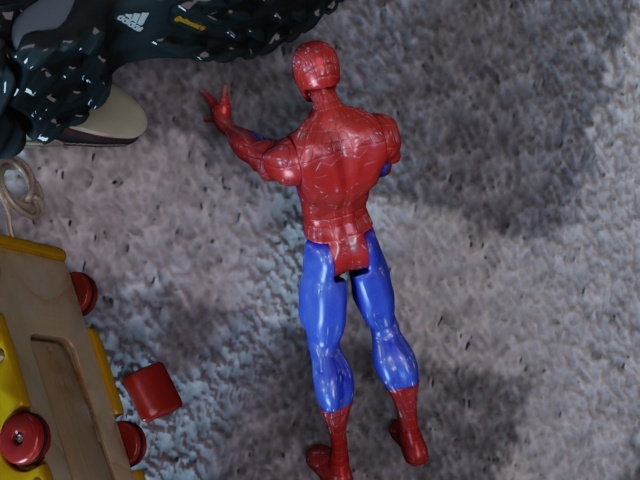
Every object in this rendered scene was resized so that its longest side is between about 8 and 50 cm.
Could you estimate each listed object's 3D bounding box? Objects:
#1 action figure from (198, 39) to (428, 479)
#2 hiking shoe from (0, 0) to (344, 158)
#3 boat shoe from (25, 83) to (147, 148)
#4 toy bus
[{"bbox_3d":[0.000,0.000,0.823,0.091,0.139,0.280,-16,121,-16],"label":"action figure"},{"bbox_3d":[-0.103,-0.164,0.760,0.304,0.113,0.132,-25,66,-27],"label":"hiking shoe"},{"bbox_3d":[-0.172,-0.076,0.786,0.137,0.049,0.043,10,135,-18],"label":"boat shoe"},{"bbox_3d":[-0.183,0.083,0.760,0.104,0.202,0.191,-30,111,20],"label":"toy bus"}]
